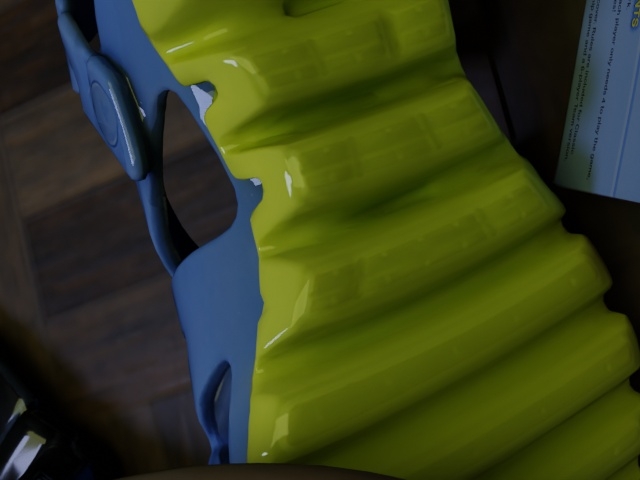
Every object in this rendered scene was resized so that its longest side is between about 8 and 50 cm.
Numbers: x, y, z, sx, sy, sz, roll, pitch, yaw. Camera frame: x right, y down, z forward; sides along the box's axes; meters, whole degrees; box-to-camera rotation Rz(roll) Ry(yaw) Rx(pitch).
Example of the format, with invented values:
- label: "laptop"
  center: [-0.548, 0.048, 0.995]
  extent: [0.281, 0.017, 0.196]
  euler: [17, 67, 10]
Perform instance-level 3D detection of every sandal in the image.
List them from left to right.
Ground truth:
- label: "sandal"
  center: [0.000, 0.000, 0.516]
  extent: [0.138, 0.126, 0.317]
  euler: [158, 98, -68]

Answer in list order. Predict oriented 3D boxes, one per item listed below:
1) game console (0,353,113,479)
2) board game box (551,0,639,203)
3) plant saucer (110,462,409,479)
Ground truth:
- label: "game console"
  center: [-0.222, 0.158, 0.608]
  extent: [0.173, 0.250, 0.293]
  euler: [33, 107, 1]
- label: "board game box"
  center: [0.123, -0.144, 0.432]
  extent: [0.145, 0.027, 0.281]
  euler: [-159, 77, -72]
- label: "plant saucer"
  center: [-0.014, 0.187, 0.450]
  extent: [0.278, 0.041, 0.278]
  euler: [1, 113, 1]
